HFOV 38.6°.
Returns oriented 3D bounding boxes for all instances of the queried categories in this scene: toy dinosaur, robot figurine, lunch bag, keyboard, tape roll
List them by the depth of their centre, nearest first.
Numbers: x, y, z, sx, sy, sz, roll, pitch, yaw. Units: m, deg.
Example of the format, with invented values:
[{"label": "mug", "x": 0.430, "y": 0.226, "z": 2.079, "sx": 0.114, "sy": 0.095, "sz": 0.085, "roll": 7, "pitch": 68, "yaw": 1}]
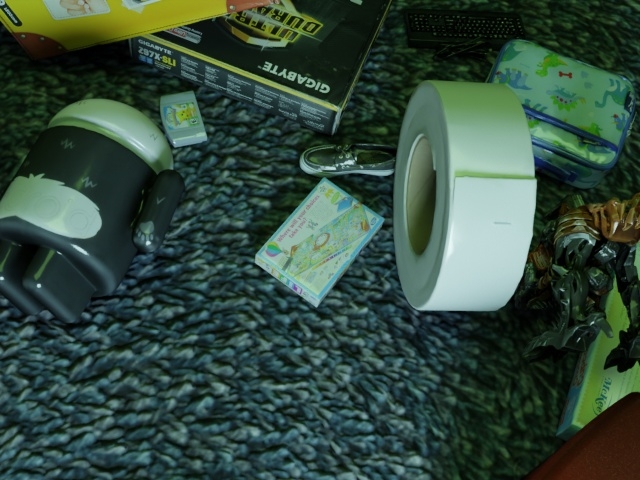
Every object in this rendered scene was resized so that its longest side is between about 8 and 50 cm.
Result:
[{"label": "toy dinosaur", "x": 0.314, "y": 0.032, "z": 1.083, "sx": 0.164, "sy": 0.322, "sz": 0.218, "roll": 0, "pitch": 67, "yaw": 1}, {"label": "robot figurine", "x": -0.290, "y": -0.040, "z": 1.115, "sx": 0.209, "sy": 0.173, "sz": 0.278, "roll": 26, "pitch": 62, "yaw": -9}, {"label": "tape roll", "x": 0.168, "y": -0.054, "z": 1.125, "sx": 0.100, "sy": 0.286, "sz": 0.286, "roll": 2, "pitch": 63, "yaw": -9}, {"label": "lunch bag", "x": 0.338, "y": -0.183, "z": 1.329, "sx": 0.219, "sy": 0.090, "sz": 0.176, "roll": 25, "pitch": 65, "yaw": 5}, {"label": "keyboard", "x": 0.229, "y": -0.325, "z": 1.411, "sx": 0.192, "sy": 0.038, "sz": 0.100, "roll": -1, "pitch": 64, "yaw": -8}]

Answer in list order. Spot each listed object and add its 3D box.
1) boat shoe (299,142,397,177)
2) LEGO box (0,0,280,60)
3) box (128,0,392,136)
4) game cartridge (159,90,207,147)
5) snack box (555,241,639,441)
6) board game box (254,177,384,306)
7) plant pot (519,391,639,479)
[{"label": "boat shoe", "x": 0.042, "y": -0.117, "z": 1.275, "sx": 0.142, "sy": 0.040, "sz": 0.049, "roll": -1, "pitch": 64, "yaw": -9}, {"label": "LEGO box", "x": -0.299, "y": -0.478, "z": 1.079, "sx": 0.372, "sy": 0.500, "sz": 0.193, "roll": -9, "pitch": 57, "yaw": 14}, {"label": "box", "x": -0.080, "y": -0.323, "z": 1.340, "sx": 0.322, "sy": 0.079, "sz": 0.257, "roll": 22, "pitch": 61, "yaw": 3}, {"label": "game cartridge", "x": -0.195, "y": -0.171, "z": 1.280, "sx": 0.056, "sy": 0.017, "sz": 0.083, "roll": -15, "pitch": 67, "yaw": -11}, {"label": "snack box", "x": 0.444, "y": 0.145, "z": 1.194, "sx": 0.187, "sy": 0.060, "sz": 0.322, "roll": 24, "pitch": 63, "yaw": 3}, {"label": "board game box", "x": 0.000, "y": 0.000, "z": 1.218, "sx": 0.103, "sy": 0.026, "sz": 0.154, "roll": 36, "pitch": 64, "yaw": 10}, {"label": "plant pot", "x": 0.321, "y": 0.327, "z": 0.989, "sx": 0.267, "sy": 0.267, "sz": 0.236, "roll": 39, "pitch": 52, "yaw": 11}]
